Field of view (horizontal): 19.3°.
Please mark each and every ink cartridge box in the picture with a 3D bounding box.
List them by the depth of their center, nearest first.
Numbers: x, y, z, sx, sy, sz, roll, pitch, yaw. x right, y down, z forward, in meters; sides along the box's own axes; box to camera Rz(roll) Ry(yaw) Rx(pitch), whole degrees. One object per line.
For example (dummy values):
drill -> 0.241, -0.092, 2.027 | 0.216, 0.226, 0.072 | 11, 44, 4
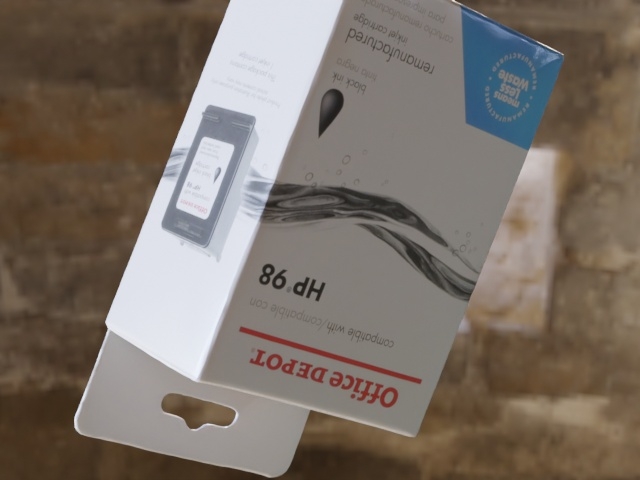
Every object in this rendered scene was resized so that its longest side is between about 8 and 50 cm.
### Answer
ink cartridge box -> 0.000, 0.000, 0.637 | 0.104, 0.180, 0.060 | 18, 4, -41
